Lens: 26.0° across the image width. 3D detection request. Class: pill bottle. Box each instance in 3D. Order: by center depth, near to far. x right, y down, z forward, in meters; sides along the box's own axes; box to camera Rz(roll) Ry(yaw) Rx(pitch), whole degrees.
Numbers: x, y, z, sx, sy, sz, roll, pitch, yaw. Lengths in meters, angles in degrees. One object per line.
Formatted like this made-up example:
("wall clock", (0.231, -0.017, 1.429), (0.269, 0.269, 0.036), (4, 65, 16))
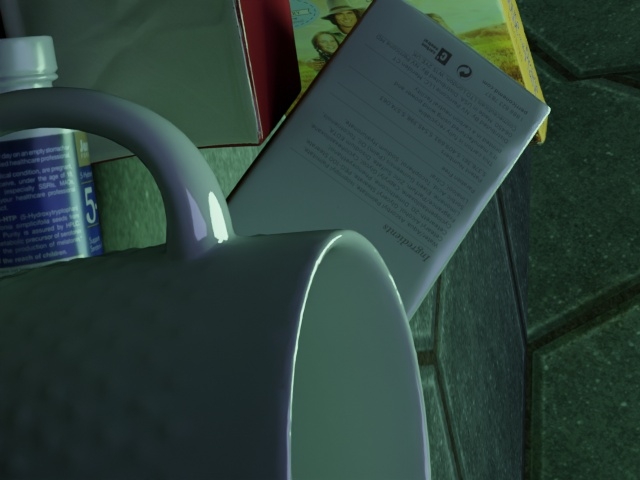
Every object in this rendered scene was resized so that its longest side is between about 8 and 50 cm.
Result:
("pill bottle", (-0.212, -0.042, 0.949), (0.112, 0.112, 0.186), (-28, 112, -71))

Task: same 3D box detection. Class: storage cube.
("storage cube", (-0.130, -0.176, 1.087), (0.193, 0.184, 0.214), (-67, 149, -70))

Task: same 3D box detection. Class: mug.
("mug", (-0.134, 0.097, 0.801), (0.276, 0.328, 0.374), (-42, 124, -69))

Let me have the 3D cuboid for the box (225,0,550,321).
("box", (0.000, 0.000, 1.138), (0.345, 0.168, 0.215), (-55, -175, -15))

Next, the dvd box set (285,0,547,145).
("dvd box set", (0.070, -0.240, 1.564), (0.420, 0.308, 0.062), (61, 31, -53))
